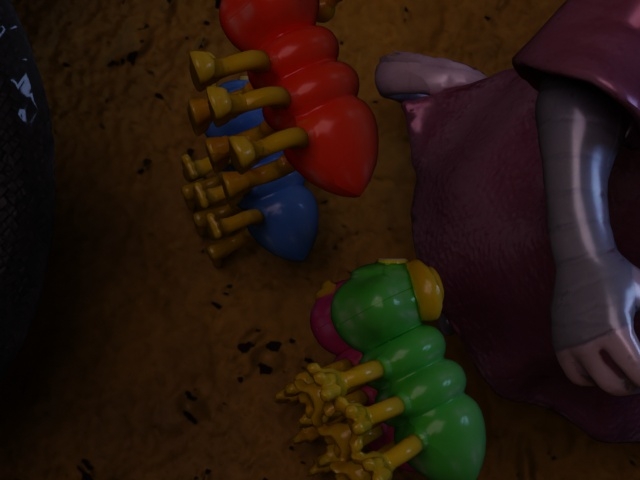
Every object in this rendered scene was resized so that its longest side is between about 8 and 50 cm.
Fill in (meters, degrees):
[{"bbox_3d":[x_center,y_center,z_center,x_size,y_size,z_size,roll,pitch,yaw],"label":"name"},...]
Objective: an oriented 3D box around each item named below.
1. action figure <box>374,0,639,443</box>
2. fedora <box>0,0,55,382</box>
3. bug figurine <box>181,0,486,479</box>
[{"bbox_3d":[0.172,-0.067,0.615,0.248,0.370,0.275,-4,56,-11],"label":"action figure"},{"bbox_3d":[-0.254,-0.035,0.788,0.334,0.152,0.334,1,95,16],"label":"fedora"},{"bbox_3d":[0.000,0.000,0.697,0.072,0.279,0.216,-22,86,-8],"label":"bug figurine"}]
